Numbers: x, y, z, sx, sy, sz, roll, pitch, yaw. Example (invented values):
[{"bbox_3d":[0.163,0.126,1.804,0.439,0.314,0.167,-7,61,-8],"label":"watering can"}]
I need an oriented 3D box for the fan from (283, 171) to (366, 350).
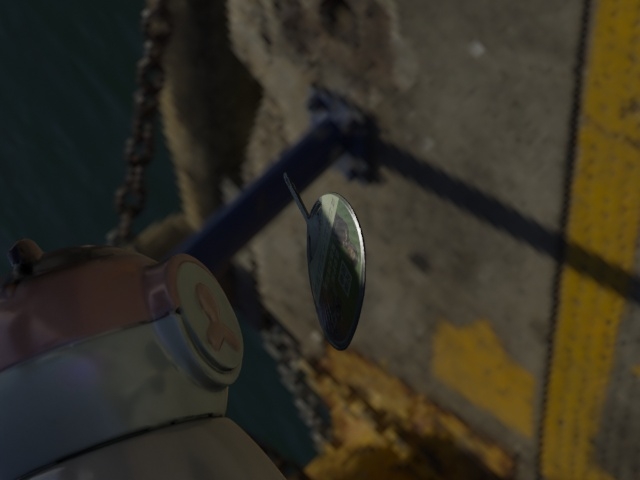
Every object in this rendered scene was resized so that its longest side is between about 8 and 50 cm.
[{"bbox_3d":[0.003,-0.001,0.710,0.060,0.003,0.080,128,131,-61],"label":"fan"}]

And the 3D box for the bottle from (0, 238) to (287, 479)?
[{"bbox_3d":[-0.075,0.111,0.767,0.147,0.147,0.237,-39,68,61],"label":"bottle"}]
